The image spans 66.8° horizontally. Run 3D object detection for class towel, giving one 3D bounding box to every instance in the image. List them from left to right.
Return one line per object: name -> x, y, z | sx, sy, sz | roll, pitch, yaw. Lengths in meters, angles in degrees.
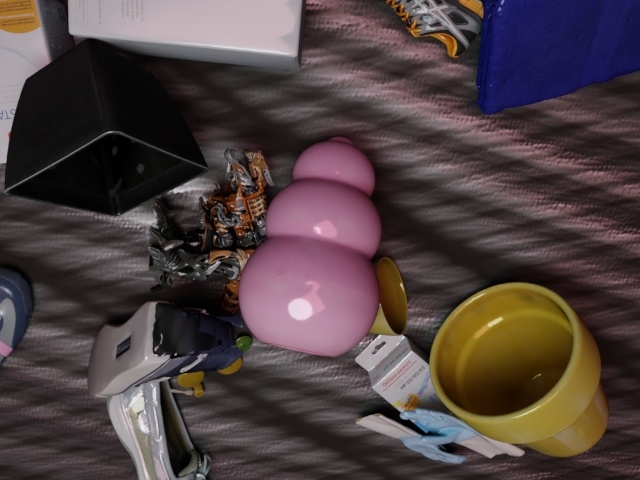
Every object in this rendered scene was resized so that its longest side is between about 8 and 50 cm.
towel -> 0.381, -0.323, 0.714 | 0.309, 0.076, 0.227 | -17, 142, 0

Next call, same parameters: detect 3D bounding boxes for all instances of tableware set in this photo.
tableware set -> -0.197, 0.226, 0.891 | 0.104, 0.024, 0.154 | 26, 107, -38

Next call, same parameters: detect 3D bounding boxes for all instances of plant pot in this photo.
plant pot -> -0.299, -0.155, 0.674 | 0.188, 0.188, 0.166 | -22, 75, 19
plant pot -> 0.082, 0.103, 0.836 | 0.095, 0.134, 0.134 | -15, 105, 27
plant pot -> 0.353, 0.238, 0.820 | 0.254, 0.254, 0.239 | -41, 117, 8

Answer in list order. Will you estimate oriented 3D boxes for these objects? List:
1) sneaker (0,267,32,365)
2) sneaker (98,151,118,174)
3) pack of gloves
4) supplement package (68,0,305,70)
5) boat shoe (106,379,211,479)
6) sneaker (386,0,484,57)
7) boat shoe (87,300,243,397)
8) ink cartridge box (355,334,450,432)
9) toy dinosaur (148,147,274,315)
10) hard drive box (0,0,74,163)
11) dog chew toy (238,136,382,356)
sneaker -> -0.606, 0.196, 0.826 | 0.112, 0.131, 0.318 | 30, 101, -8
sneaker -> -0.341, -0.108, 0.800 | 0.135, 0.051, 0.070 | -13, 99, -3
pack of gloves -> 0.206, 0.369, 0.871 | 0.232, 0.046, 0.195 | 30, 140, -16
supplement package -> -0.167, -0.349, 0.681 | 0.294, 0.175, 0.177 | 5, 103, -2
boat shoe -> -0.273, 0.387, 0.894 | 0.103, 0.118, 0.320 | -22, 97, 8
sneaker -> 0.152, -0.356, 0.739 | 0.215, 0.084, 0.083 | 24, 107, -8
boat shoe -> -0.263, 0.190, 0.803 | 0.158, 0.341, 0.127 | 15, 63, -36
ink cartridge box -> 0.164, 0.255, 0.898 | 0.181, 0.061, 0.104 | 41, 100, -11
toy dinosaur -> -0.162, 0.012, 0.792 | 0.219, 0.164, 0.321 | 2, 93, -18
hard drive box -> -0.472, -0.239, 0.745 | 0.181, 0.089, 0.231 | -7, 104, 1
dog chew toy -> 0.000, 0.000, 0.732 | 0.207, 0.206, 0.331 | 13, 75, -5
